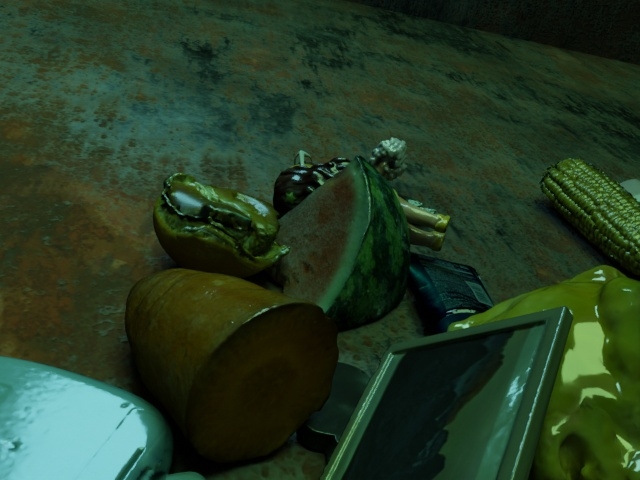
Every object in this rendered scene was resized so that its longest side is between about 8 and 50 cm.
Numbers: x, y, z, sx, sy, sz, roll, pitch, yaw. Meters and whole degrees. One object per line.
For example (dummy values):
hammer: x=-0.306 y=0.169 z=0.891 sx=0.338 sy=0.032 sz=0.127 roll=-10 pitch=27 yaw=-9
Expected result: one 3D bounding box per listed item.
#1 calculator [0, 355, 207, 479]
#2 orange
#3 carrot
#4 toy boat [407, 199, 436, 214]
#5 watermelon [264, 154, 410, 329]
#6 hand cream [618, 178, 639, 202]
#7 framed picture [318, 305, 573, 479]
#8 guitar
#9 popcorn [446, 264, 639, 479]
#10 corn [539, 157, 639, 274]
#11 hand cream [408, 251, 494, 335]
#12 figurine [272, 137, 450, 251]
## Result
calculator: x=-0.227 y=0.169 z=0.607 sx=0.303 sy=0.042 sz=0.188 roll=15 pitch=26 yaw=8
orange: x=-0.126 y=-0.009 z=0.920 sx=0.170 sy=0.112 sz=0.160 roll=35 pitch=14 yaw=-11
carrot: x=-0.104 y=0.088 z=0.721 sx=0.159 sy=0.159 sz=0.225 roll=-7 pitch=24 yaw=-36
toy boat: x=0.142 y=-0.047 z=1.203 sx=0.083 sy=0.038 sz=0.038 roll=5 pitch=29 yaw=-16
watermelon: x=0.013 y=0.000 z=0.934 sx=0.203 sy=0.207 sz=0.136 roll=-3 pitch=1 yaw=0
hand cream: x=0.587 y=0.000 z=1.305 sx=0.133 sy=0.083 sz=0.247 roll=2 pitch=41 yaw=-22
framed picture: x=0.080 y=0.161 z=0.590 sx=0.018 sy=0.192 sz=0.265 roll=52 pitch=44 yaw=-19
guitar: x=0.013 y=0.189 z=0.706 sx=0.088 sy=0.025 sz=0.233 roll=11 pitch=27 yaw=-9
popcorn: x=0.265 y=0.145 z=0.675 sx=0.316 sy=0.280 sz=0.297 roll=2 pitch=45 yaw=3
corn: x=0.480 y=-0.045 z=1.292 sx=0.115 sy=0.115 sz=0.317 roll=3 pitch=31 yaw=-21
hand cream: x=0.171 y=0.074 z=0.976 sx=0.120 sy=0.061 sz=0.270 roll=12 pitch=22 yaw=-8
figurine: x=0.054 y=-0.047 z=1.045 sx=0.240 sy=0.174 sz=0.115 roll=10 pitch=43 yaw=4
